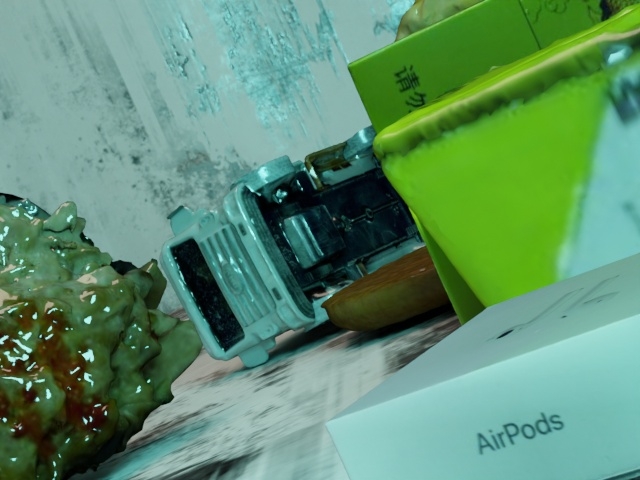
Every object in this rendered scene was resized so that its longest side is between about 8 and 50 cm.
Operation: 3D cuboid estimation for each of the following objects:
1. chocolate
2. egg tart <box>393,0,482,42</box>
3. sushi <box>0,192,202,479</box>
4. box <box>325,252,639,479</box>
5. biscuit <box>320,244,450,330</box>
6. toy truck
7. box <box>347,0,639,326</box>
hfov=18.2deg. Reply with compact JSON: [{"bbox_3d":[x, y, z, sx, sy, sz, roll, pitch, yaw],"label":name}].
[{"bbox_3d":[0.209,-0.064,0.913,0.288,0.137,0.301,-23,1,21],"label":"chocolate"},{"bbox_3d":[0.237,-0.142,1.444,0.387,0.169,0.388,-12,-7,-2],"label":"egg tart"},{"bbox_3d":[-0.214,0.072,1.261,0.238,0.225,0.218,-58,21,-12],"label":"sushi"},{"bbox_3d":[0.091,0.044,0.669,0.130,0.051,0.129,-23,2,33],"label":"box"},{"bbox_3d":[0.123,0.005,1.383,0.262,0.037,0.262,-25,3,1],"label":"biscuit"},{"bbox_3d":[0.000,0.000,1.625,0.162,0.136,0.305,-31,-5,36],"label":"toy truck"},{"bbox_3d":[0.183,-0.084,1.110,0.311,0.173,0.043,-23,2,24],"label":"box"}]
